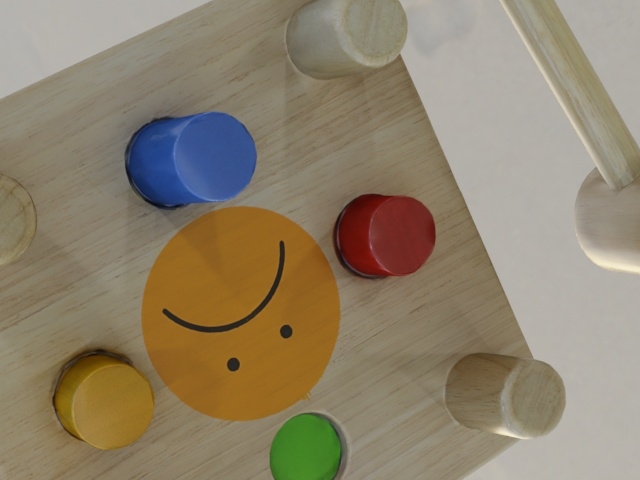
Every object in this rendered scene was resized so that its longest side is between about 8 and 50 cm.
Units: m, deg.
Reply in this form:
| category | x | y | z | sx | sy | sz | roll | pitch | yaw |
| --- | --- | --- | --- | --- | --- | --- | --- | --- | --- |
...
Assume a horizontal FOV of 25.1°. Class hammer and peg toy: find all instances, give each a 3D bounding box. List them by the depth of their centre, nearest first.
| category | x | y | z | sx | sy | sz | roll | pitch | yaw |
| --- | --- | --- | --- | --- | --- | --- | --- | --- | --- |
| hammer and peg toy | 0.000 | 0.000 | 0.658 | 0.127 | 0.361 | 0.266 | -1 | 117 | 64 |
